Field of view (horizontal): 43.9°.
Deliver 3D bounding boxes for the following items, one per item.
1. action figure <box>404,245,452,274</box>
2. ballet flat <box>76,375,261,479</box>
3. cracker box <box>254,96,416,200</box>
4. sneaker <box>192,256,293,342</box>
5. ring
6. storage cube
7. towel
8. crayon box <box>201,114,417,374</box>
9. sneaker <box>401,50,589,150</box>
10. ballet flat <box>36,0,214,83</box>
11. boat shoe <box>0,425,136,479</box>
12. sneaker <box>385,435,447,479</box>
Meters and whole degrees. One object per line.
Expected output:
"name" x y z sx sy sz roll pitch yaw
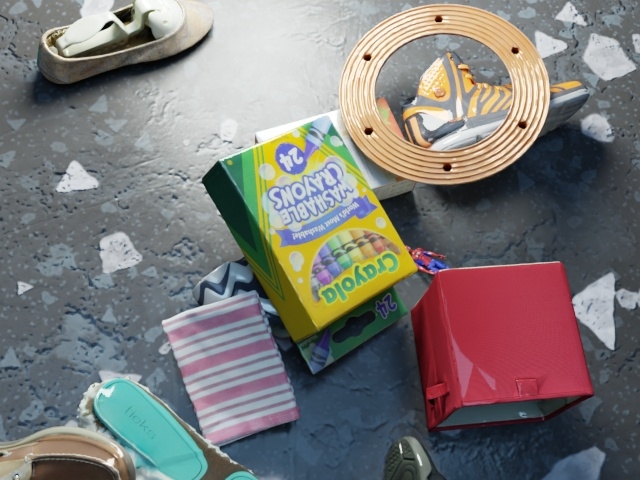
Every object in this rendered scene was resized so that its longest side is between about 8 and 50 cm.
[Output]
"action figure" 0.181 0.040 1.266 0.115 0.030 0.038 29 72 9
"ballet flat" -0.165 0.345 1.050 0.409 0.147 0.147 41 69 13
"cracker box" 0.024 -0.128 1.298 0.232 0.067 0.155 -17 70 -14
"sneaker" -0.058 0.071 1.197 0.235 0.094 0.153 -34 87 -31
"ring" 0.198 -0.237 1.282 0.337 0.032 0.336 -2 68 6
"storage cube" 0.247 0.155 1.138 0.215 0.183 0.193 -3 67 -7
"towel" -0.125 0.182 1.120 0.144 0.029 0.197 -19 92 0
"crayon box" 0.000 0.000 1.148 0.203 0.083 0.323 -28 87 -33
"sneaker" 0.287 -0.250 1.347 0.321 0.124 0.180 -19 71 -13
"ballet flat" -0.322 -0.351 1.333 0.316 0.106 0.107 -28 73 -17
"boat shoe" -0.384 0.310 0.982 0.324 0.116 0.123 -9 102 17
"sneaker" 0.174 0.378 1.096 0.130 0.087 0.227 15 33 -36
